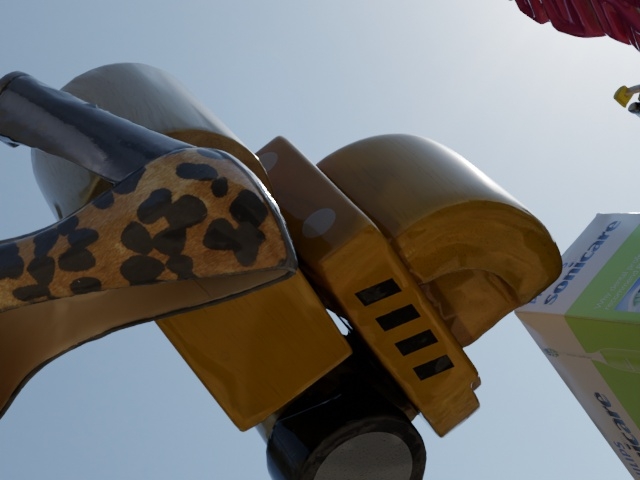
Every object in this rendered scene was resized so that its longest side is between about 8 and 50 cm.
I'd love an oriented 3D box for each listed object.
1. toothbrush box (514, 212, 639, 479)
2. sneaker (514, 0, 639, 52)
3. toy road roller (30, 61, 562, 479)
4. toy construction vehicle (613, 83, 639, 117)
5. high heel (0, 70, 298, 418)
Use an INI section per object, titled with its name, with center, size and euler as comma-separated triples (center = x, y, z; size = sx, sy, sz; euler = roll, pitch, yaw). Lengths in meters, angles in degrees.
[toothbrush box]
center = 0.306, 0.092, 0.852
size = 0.122, 0.283, 0.206
euler = -47, -69, -22
[sneaker]
center = 0.113, -0.115, 0.372
size = 0.111, 0.252, 0.103
euler = -39, -35, -1
[toy road roller]
center = 0.000, 0.000, 0.785
size = 0.240, 0.202, 0.329
euler = -38, -55, -4
[toy construction vehicle]
center = 0.295, -0.098, 1.012
size = 0.086, 0.098, 0.035
euler = 33, -90, -18
[high heel]
center = -0.129, 0.063, 0.591
size = 0.093, 0.186, 0.261
euler = 16, -81, -65
